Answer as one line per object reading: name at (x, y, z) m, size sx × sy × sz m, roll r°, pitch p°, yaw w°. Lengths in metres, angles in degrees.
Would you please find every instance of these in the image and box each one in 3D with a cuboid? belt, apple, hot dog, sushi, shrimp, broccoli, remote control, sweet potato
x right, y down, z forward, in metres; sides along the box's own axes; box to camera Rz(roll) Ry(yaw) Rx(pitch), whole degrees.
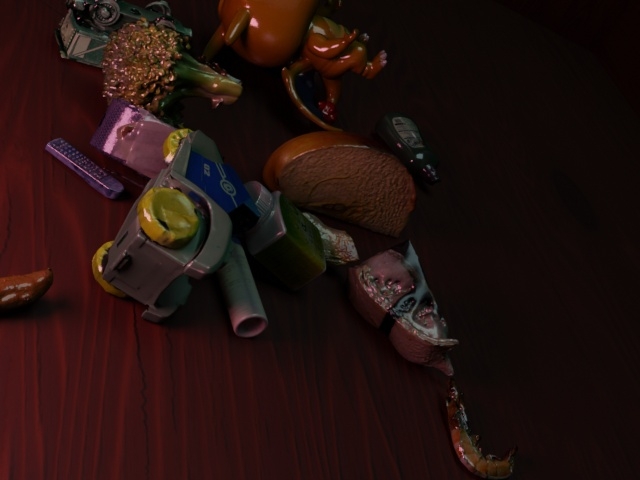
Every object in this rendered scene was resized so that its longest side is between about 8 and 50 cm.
belt at (-0.290, -0.149, 1.694) m, size 0.230 × 0.126 × 0.139 m, roll 28°, pitch 1°, yaw -29°
apple at (0.053, -0.127, 1.989) m, size 0.346 × 0.179 × 0.254 m, roll 18°, pitch -2°, yaw -29°
hot dog at (-0.001, 0.001, 1.849) m, size 0.169 × 0.061 × 0.078 m, roll 33°, pitch 69°, yaw 1°
sushi at (0.145, 0.143, 1.776) m, size 0.109 × 0.134 × 0.273 m, roll -13°, pitch 70°, yaw -36°
shrimp at (0.288, 0.339, 1.708) m, size 0.148 × 0.035 × 0.195 m, roll 15°, pitch 44°, yaw -27°
broccoli at (-0.296, -0.274, 1.794) m, size 0.273 × 0.242 × 0.180 m, roll 25°, pitch 54°, yaw -7°
remote control at (-0.405, -0.123, 1.653) m, size 0.152 × 0.027 × 0.043 m, roll 38°, pitch 35°, yaw 5°
sweet potato at (-0.450, 0.074, 1.319) m, size 0.182 × 0.054 × 0.053 m, roll -6°, pitch 84°, yaw -51°

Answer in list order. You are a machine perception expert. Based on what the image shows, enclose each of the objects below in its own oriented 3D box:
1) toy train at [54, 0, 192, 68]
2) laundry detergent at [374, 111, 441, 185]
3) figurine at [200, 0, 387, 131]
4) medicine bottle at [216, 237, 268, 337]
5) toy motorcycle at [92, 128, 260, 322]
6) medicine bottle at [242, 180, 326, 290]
toy train at (-0.396, -0.424, 1.937) m, size 0.269 × 0.154 × 0.115 m, roll 9°, pitch 42°, yaw -36°
laundry detergent at (0.235, -0.218, 2.360) m, size 0.144 × 0.078 × 0.222 m, roll 1°, pitch 45°, yaw -49°
figurine at (-0.053, -0.456, 2.216) m, size 0.387 × 0.268 × 0.401 m, roll 22°, pitch 39°, yaw -27°
medicine bottle at (-0.146, 0.060, 1.632) m, size 0.059 × 0.059 × 0.231 m, roll 13°, pitch 39°, yaw -34°
toy motorcycle at (-0.204, -0.036, 1.530) m, size 0.200 × 0.191 × 0.326 m, roll 35°, pitch 43°, yaw -14°
medicine bottle at (-0.081, -0.016, 1.713) m, size 0.188 × 0.088 × 0.132 m, roll 44°, pitch 23°, yaw -35°
